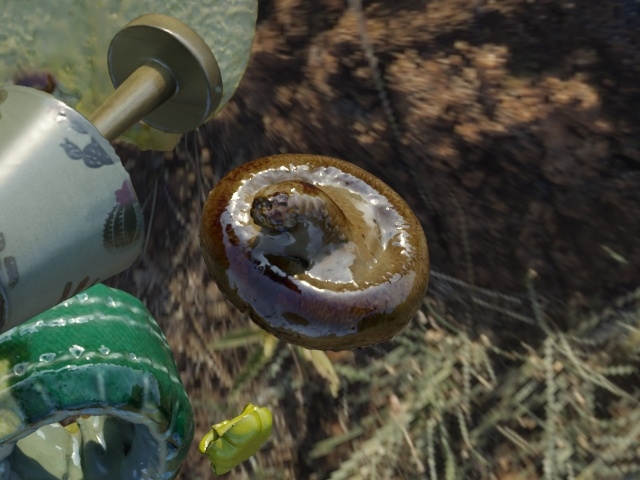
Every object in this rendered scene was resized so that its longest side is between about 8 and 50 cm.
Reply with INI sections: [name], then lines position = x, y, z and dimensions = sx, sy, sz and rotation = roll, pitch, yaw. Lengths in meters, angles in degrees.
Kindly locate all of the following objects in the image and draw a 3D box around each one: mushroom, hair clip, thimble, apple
[mushroom]
position = -0.004, 0.006, 0.953
dimensions = 0.126, 0.109, 0.085
rotation = 50, 120, 24
[hair clip]
position = -0.085, 0.194, 1.725
dimensions = 0.072, 0.173, 0.046
rotation = -36, 85, -18
[thimble]
position = -0.263, 0.183, 1.845
dimensions = 0.254, 0.167, 0.288
rotation = -20, 142, -2
[apple]
position = -0.216, -0.189, 1.397
dimensions = 0.314, 0.309, 0.252
rotation = -36, 62, 35

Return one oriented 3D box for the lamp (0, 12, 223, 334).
[lamp]
position = -0.134, -0.039, 0.957
dimensions = 0.121, 0.214, 0.121
rotation = 19, 131, 23
